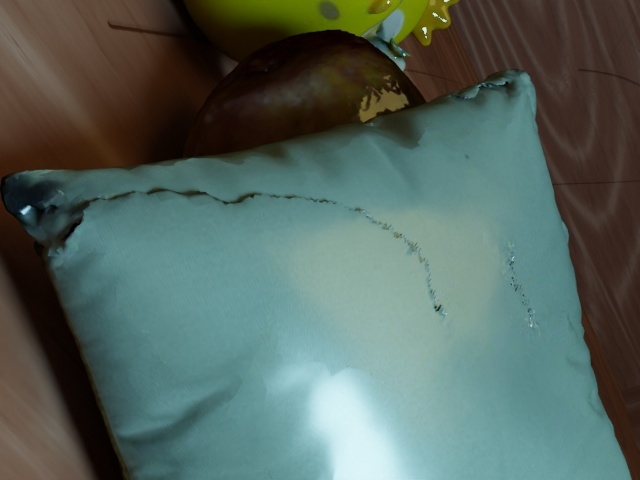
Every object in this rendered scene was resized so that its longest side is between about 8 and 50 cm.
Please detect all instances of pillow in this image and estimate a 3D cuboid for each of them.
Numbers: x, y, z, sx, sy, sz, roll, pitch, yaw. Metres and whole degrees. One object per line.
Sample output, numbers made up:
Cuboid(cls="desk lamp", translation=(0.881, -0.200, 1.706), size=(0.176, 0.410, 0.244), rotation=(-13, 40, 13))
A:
Cuboid(cls="pillow", translation=(0.036, 0.081, 0.483), size=(0.312, 0.119, 0.310), rotation=(-20, 99, -37))

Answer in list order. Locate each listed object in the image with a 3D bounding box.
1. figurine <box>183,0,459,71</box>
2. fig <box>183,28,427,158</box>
Cuboid(cls="figurine", translation=(0.013, -0.212, 0.784), size=(0.187, 0.215, 0.343), rotation=(40, 4, 14))
Cuboid(cls="fig", translation=(0.000, 0.000, 0.632), size=(0.159, 0.159, 0.257), rotation=(-74, 158, -63))
